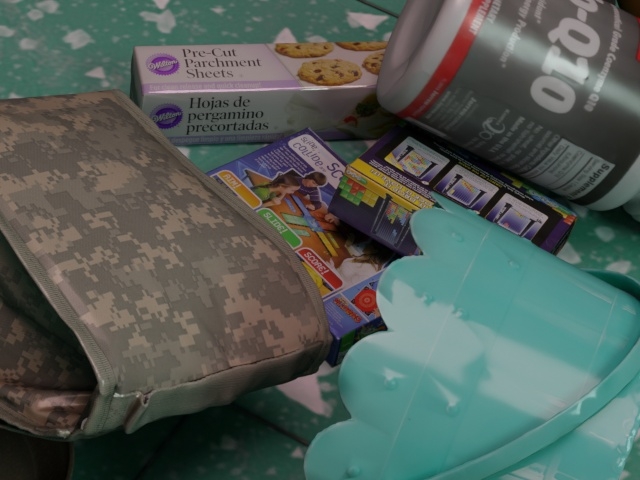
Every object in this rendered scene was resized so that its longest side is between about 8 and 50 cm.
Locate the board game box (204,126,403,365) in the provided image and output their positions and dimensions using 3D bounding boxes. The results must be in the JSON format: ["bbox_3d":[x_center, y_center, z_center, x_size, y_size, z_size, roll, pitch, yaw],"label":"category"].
[{"bbox_3d":[0.000,0.000,1.430,0.136,0.035,0.201,-26,55,-31],"label":"board game box"}]

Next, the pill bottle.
[{"bbox_3d":[0.204,-0.123,1.460,0.283,0.161,0.161,25,43,-12],"label":"pill bottle"}]

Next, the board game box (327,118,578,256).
[{"bbox_3d":[0.109,-0.022,1.424,0.170,0.048,0.141,31,31,10],"label":"board game box"}]

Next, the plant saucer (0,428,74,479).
[{"bbox_3d":[-0.271,0.156,1.223,0.199,0.036,0.198,5,44,-5],"label":"plant saucer"}]

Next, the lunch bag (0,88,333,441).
[{"bbox_3d":[-0.161,0.032,1.238,0.287,0.169,0.235,41,30,28],"label":"lunch bag"}]

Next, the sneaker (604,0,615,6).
[{"bbox_3d":[0.184,-0.261,1.669,0.125,0.139,0.340,11,56,-23],"label":"sneaker"}]

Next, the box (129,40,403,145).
[{"bbox_3d":[-0.001,-0.130,1.538,0.324,0.063,0.067,-2,46,-13],"label":"box"}]

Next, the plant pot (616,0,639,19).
[{"bbox_3d":[0.396,-0.184,1.592,0.205,0.205,0.188,-10,65,-20],"label":"plant pot"}]

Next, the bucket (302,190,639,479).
[{"bbox_3d":[0.107,0.122,1.177,0.183,0.281,0.281,22,46,7],"label":"bucket"}]
